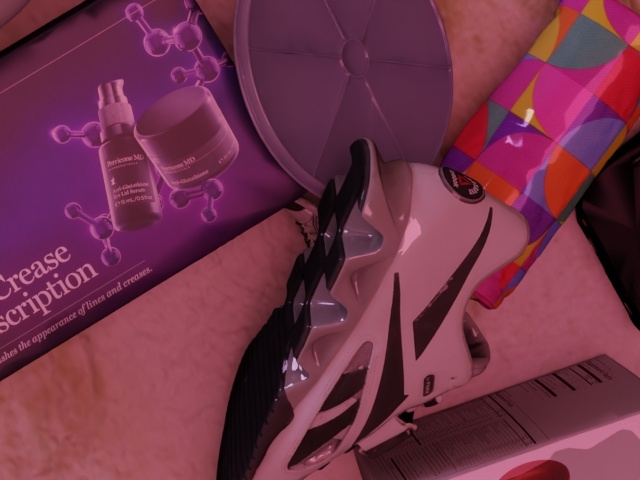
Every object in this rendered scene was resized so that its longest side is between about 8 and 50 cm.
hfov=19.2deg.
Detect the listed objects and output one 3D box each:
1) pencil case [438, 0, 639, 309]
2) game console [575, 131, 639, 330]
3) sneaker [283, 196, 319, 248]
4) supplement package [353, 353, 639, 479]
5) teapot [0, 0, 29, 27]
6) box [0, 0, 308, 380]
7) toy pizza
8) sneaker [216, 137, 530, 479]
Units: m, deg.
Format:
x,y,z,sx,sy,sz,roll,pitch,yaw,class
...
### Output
x,y,z,sx,sy,sz,roll,pitch,yaw,class
0.149,-0.067,1.317,0.104,0.104,0.236,37,89,-13,pencil case
0.350,0.052,1.395,0.213,0.044,0.361,-32,103,-3,game console
0.000,0.000,1.333,0.083,0.032,0.037,39,90,-12,sneaker
0.154,0.214,1.332,0.203,0.149,0.194,-19,101,-5,supplement package
-0.272,-0.206,1.184,0.256,0.187,0.252,38,63,3,teapot
-0.169,-0.046,1.264,0.261,0.103,0.184,-32,100,-4,box
0.013,-0.119,1.271,0.201,0.032,0.201,9,77,-42,toy pizza
0.031,0.091,1.257,0.146,0.122,0.330,16,128,-17,sneaker
